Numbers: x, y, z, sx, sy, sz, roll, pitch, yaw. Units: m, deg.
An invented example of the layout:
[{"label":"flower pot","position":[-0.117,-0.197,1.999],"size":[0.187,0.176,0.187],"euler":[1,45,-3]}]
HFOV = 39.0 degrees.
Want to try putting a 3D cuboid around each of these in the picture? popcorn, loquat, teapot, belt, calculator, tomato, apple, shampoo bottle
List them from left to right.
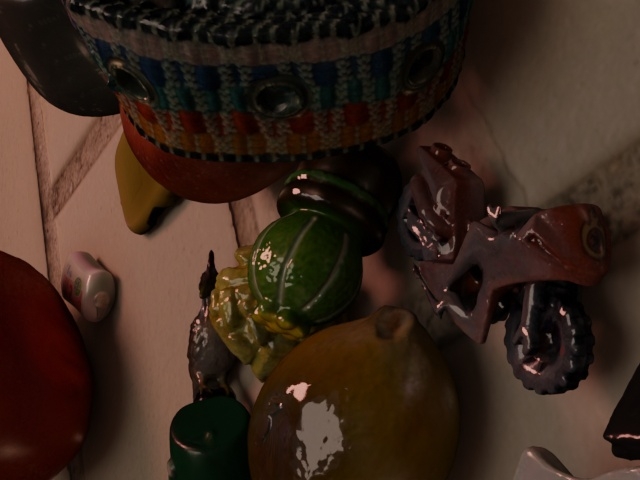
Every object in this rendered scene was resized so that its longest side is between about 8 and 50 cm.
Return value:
[{"label":"tomato","position":[-0.442,0.174,1.140],"size":[0.293,0.290,0.325],"euler":[-22,78,18]},{"label":"shampoo bottle","position":[-0.302,0.062,1.179],"size":[0.099,0.043,0.072],"euler":[30,112,51]},{"label":"teapot","position":[-0.229,-0.291,0.910],"size":[0.305,0.285,0.223],"euler":[-5,61,20]},{"label":"calculator","position":[-0.193,-0.108,1.062],"size":[0.236,0.033,0.157],"euler":[-47,52,42]},{"label":"apple","position":[-0.086,-0.132,0.824],"size":[0.201,0.162,0.201],"euler":[-13,71,41]},{"label":"belt","position":[-0.036,-0.159,0.643],"size":[0.160,0.295,0.206],"euler":[83,173,-59]},{"label":"popcorn","position":[-0.035,0.065,0.780],"size":[0.106,0.121,0.116],"euler":[78,-168,-46]},{"label":"loquat","position":[0.025,0.135,0.651],"size":[0.152,0.152,0.195],"euler":[46,128,46]}]

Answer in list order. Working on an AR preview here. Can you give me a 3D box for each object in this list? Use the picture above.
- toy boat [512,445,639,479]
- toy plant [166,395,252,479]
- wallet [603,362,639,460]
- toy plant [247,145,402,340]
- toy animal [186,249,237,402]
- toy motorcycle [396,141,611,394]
[{"label":"toy boat","position":[0.206,0.204,0.432],"size":[0.290,0.100,0.199],"euler":[28,108,50]},{"label":"toy plant","position":[-0.071,0.256,0.765],"size":[0.243,0.113,0.232],"euler":[90,163,-47]},{"label":"wallet","position":[0.248,0.052,0.394],"size":[0.244,0.124,0.025],"euler":[-13,118,54]},{"label":"toy plant","position":[0.000,0.000,0.702],"size":[0.093,0.093,0.162],"euler":[-7,52,53]},{"label":"toy animal","position":[-0.112,0.110,0.902],"size":[0.105,0.070,0.202],"euler":[177,93,-72]},{"label":"toy motorcycle","position":[0.117,0.000,0.593],"size":[0.212,0.084,0.118],"euler":[52,135,49]}]
